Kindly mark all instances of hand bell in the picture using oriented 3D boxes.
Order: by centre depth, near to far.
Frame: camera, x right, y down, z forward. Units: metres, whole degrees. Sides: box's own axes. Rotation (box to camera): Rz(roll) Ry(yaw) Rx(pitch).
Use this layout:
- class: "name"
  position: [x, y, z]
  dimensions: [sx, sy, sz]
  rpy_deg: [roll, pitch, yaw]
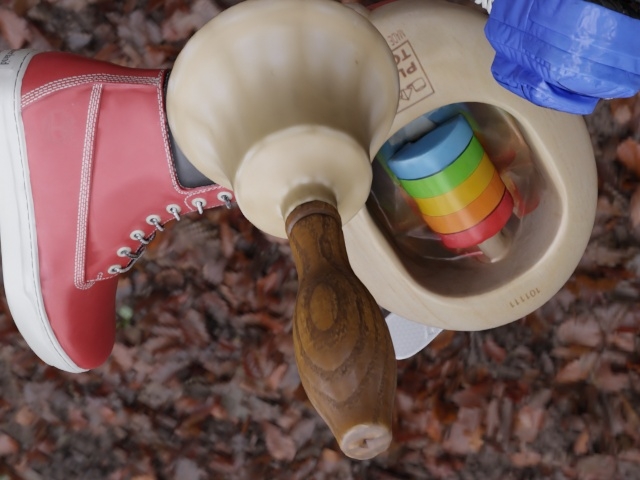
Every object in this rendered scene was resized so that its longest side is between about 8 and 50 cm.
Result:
- class: "hand bell"
  position: [0.000, 0.000, 0.482]
  dimensions: [0.126, 0.242, 0.126]
  rpy_deg: [-6, 130, -7]

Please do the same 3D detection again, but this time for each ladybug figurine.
- class: "ladybug figurine"
  position: [0.127, -0.088, 1.160]
  dimensions: [0.305, 0.162, 0.449]
  rpy_deg: [-29, 128, 6]

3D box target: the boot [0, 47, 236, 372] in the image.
- class: "boot"
  position: [-0.117, -0.005, 0.716]
  dimensions: [0.176, 0.088, 0.244]
  rpy_deg: [5, 123, 8]

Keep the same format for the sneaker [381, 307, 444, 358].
- class: "sneaker"
  position: [0.210, 0.079, 1.735]
  dimensions: [0.296, 0.147, 0.104]
  rpy_deg: [-34, 97, -1]

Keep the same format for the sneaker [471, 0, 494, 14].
- class: "sneaker"
  position: [0.331, -0.408, 1.799]
  dimensions: [0.302, 0.121, 0.108]
  rpy_deg: [20, 142, 2]

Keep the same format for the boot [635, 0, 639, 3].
- class: "boot"
  position: [0.313, -0.329, 1.040]
  dimensions: [0.131, 0.348, 0.260]
  rpy_deg: [13, 114, -18]

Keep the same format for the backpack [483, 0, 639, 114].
- class: "backpack"
  position: [0.195, -0.147, 0.816]
  dimensions: [0.098, 0.120, 0.101]
  rpy_deg: [4, 107, -28]
